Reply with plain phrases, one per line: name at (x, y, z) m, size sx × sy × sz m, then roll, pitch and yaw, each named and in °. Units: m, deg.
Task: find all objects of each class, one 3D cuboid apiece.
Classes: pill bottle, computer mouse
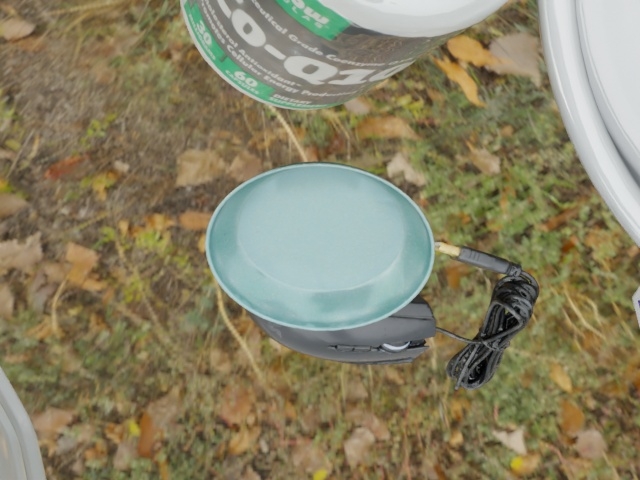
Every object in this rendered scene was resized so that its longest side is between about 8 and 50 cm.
pill bottle at (0.032, -0.221, 0.752) m, size 0.204 × 0.361 × 0.204 m, roll 2°, pitch 84°, yaw -17°
computer mouse at (0.056, 0.059, 0.954) m, size 0.262 × 0.060 × 0.184 m, roll 20°, pitch 138°, yaw -7°

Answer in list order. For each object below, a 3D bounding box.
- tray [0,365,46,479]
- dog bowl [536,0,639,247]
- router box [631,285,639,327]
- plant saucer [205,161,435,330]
tray at (-0.101, 0.100, 0.326) m, size 0.030 × 0.270 × 0.145 m, roll -23°, pitch 127°, yaw -8°
dog bowl at (0.202, -0.092, 0.349) m, size 0.265 × 0.104 × 0.264 m, roll 2°, pitch 102°, yaw 10°
router box at (0.493, 0.111, 1.279) m, size 0.082 × 0.301 × 0.335 m, roll 0°, pitch 146°, yaw -9°
plant saucer at (0.000, 0.000, 0.578) m, size 0.119 × 0.021 × 0.119 m, roll 2°, pitch 133°, yaw 2°
